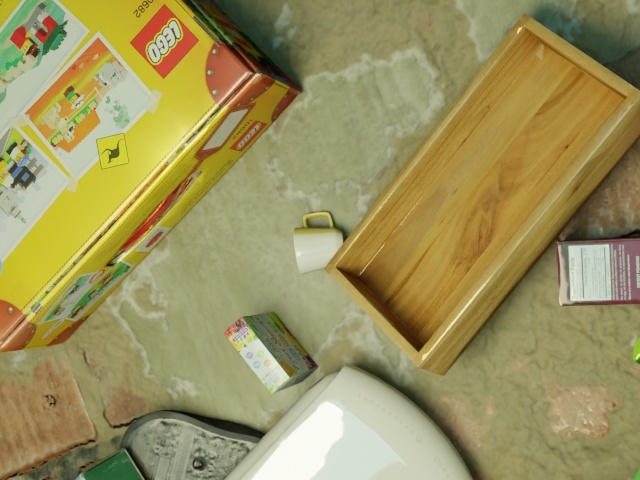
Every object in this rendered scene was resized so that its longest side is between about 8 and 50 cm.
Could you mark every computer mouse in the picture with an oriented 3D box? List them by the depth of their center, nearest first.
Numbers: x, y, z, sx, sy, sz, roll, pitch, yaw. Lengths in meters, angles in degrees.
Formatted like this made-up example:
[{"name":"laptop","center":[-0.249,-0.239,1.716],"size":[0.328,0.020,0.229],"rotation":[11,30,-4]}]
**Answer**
[{"name":"computer mouse","center":[-0.137,0.312,1.545],"size":[0.272,0.072,0.188],"rotation":[19,93,2]}]

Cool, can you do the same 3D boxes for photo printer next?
[{"name":"photo printer","center":[0.026,0.330,1.448],"size":[0.256,0.107,0.307],"rotation":[44,91,1]}]

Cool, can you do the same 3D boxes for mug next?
[{"name":"mug","center":[0.000,0.002,1.509],"size":[0.064,0.062,0.078],"rotation":[-8,94,7]}]

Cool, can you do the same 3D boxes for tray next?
[{"name":"tray","center":[0.203,-0.056,1.410],"size":[0.411,0.076,0.203],"rotation":[-52,53,10]}]

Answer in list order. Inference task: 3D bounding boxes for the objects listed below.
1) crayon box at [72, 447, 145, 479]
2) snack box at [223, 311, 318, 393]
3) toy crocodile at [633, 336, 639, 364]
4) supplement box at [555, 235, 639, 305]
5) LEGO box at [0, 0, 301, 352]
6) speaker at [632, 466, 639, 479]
[{"name":"crayon box","center":[-0.244,0.462,1.515],"size":[0.323,0.083,0.203],"rotation":[55,135,9]},{"name":"snack box","center":[-0.062,0.144,1.482],"size":[0.037,0.141,0.100],"rotation":[-43,79,10]},{"name":"toy crocodile","center":[0.490,0.249,1.346],"size":[0.105,0.115,0.341],"rotation":[-30,80,18]},{"name":"supplement box","center":[0.384,0.035,1.378],"size":[0.188,0.104,0.081],"rotation":[-3,90,16]},{"name":"LEGO box","center":[-0.340,-0.158,1.532],"size":[0.500,0.193,0.372],"rotation":[-45,79,11]},{"name":"speaker","center":[0.445,0.197,1.233],"size":[0.131,0.131,0.297],"rotation":[27,98,14]}]
